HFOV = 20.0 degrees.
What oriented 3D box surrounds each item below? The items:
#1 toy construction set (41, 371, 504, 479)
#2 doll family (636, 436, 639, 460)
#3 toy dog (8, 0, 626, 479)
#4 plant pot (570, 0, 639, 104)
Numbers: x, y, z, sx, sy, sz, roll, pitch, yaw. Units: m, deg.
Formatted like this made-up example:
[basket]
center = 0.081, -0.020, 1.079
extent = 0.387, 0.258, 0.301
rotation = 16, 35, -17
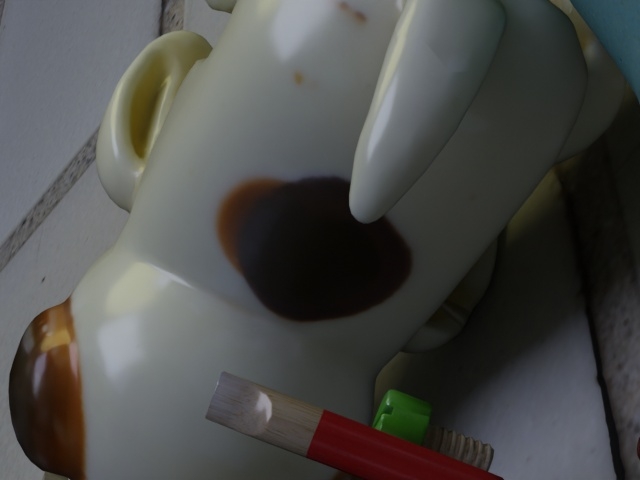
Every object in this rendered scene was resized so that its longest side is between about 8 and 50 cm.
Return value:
[toy construction set]
center = -0.071, 0.183, 0.899
extent = 0.257, 0.237, 0.309
rotation = -70, 2, -60
[doll family]
center = 0.208, 0.075, 0.731
extent = 0.193, 0.111, 0.076
rotation = -46, 28, 29
[toy dog]
center = 0.000, 0.000, 1.055
extent = 0.408, 0.284, 0.395
rotation = -60, 21, 19
[plant pot]
center = 0.218, -0.173, 0.835
extent = 0.271, 0.271, 0.255
rotation = -38, 47, 40
